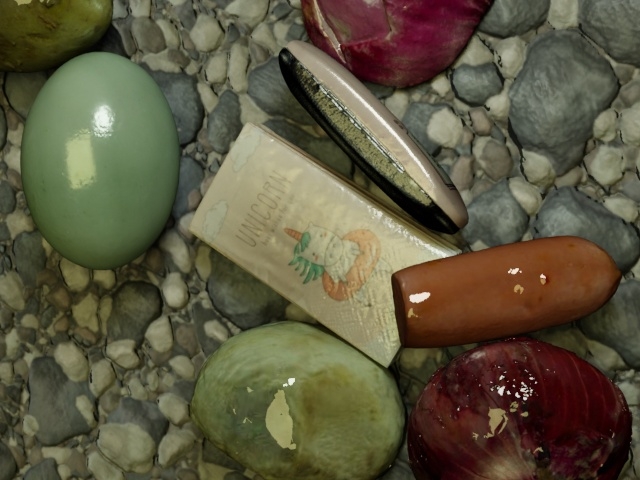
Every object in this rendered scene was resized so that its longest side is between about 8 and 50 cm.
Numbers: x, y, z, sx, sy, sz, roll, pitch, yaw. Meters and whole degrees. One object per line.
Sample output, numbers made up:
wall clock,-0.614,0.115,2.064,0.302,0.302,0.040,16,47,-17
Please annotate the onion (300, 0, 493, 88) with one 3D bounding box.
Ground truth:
onion,0.077,-0.322,1.146,0.250,0.111,0.247,33,99,15

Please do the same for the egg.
egg,-0.284,-0.102,1.218,0.203,0.203,0.282,3,94,19

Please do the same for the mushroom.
mushroom,-0.032,0.201,1.151,0.267,0.164,0.189,33,101,17

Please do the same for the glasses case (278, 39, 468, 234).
glasses case,0.063,-0.126,1.142,0.075,0.122,0.314,-44,76,8

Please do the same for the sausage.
sausage,0.211,0.057,1.064,0.259,0.113,0.113,-11,86,-6

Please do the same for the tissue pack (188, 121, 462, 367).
tissue pack,0.000,0.000,1.189,0.325,0.071,0.170,34,102,16

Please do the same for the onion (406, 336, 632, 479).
onion,0.218,0.208,1.058,0.252,0.219,0.252,0,125,0

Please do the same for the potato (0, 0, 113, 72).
potato,-0.427,-0.333,1.287,0.307,0.173,0.210,9,91,22
